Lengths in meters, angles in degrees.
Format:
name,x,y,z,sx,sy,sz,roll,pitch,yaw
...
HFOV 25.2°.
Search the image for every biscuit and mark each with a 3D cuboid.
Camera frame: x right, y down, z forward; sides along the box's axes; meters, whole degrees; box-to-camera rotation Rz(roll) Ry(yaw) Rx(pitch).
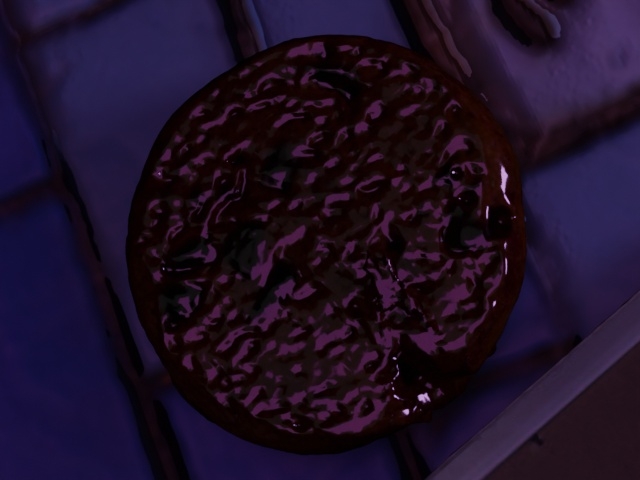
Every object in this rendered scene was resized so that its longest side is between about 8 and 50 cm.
name,x,y,z,sx,sy,sz,roll,pitch,yaw
biscuit,0.000,0.000,0.638,0.192,0.049,0.192,-4,71,12

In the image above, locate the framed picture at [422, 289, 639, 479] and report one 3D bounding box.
name,x,y,z,sx,sy,sz,roll,pitch,yaw
framed picture,0.205,0.143,0.548,0.232,0.019,0.296,-38,73,-15
